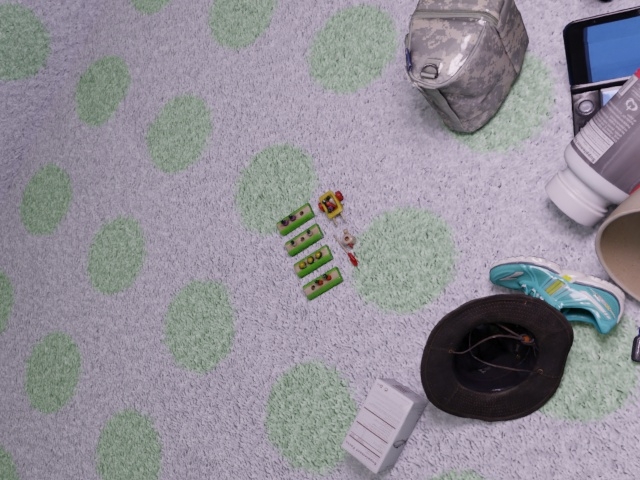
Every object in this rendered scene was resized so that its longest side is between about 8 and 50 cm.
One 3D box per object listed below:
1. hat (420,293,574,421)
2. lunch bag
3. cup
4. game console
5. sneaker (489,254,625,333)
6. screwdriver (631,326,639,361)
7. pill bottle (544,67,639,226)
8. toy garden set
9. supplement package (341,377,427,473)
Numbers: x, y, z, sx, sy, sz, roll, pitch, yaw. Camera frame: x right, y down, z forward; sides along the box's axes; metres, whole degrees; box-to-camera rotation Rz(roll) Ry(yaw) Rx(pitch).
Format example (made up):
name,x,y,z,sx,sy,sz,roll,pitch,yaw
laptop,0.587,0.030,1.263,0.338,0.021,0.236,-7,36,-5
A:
name,x,y,z,sx,sy,sz,roll,pitch,yaw
hat,0.353,0.221,1.258,0.331,0.331,0.134,-36,23,16
lunch bag,0.317,-0.407,1.345,0.213,0.305,0.256,14,84,30
cup,0.710,-0.025,1.069,0.331,0.331,0.237,28,68,30
game console,0.662,-0.324,1.217,0.293,0.173,0.250,-5,76,28
sneaker,0.478,0.109,1.238,0.275,0.107,0.110,18,67,31
screwdriver,0.649,0.161,1.202,0.025,0.024,0.170,-5,67,57
pill bottle,0.604,-0.182,1.181,0.176,0.176,0.318,54,125,27
toy garden set,0.000,0.000,1.565,0.204,0.049,0.244,-32,65,18
supplement package,0.146,0.417,1.358,0.105,0.105,0.179,29,93,30
